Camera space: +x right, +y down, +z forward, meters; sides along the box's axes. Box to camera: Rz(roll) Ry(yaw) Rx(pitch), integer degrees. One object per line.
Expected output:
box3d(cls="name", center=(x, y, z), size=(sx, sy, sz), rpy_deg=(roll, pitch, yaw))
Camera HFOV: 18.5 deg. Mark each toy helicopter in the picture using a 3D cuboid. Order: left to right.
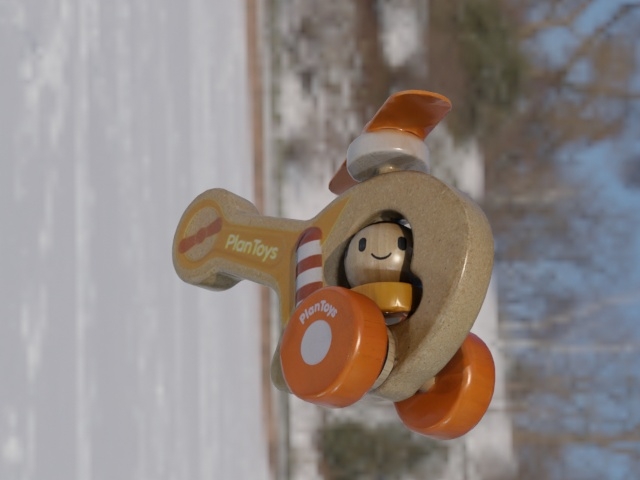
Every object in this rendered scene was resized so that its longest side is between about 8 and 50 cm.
box3d(cls="toy helicopter", center=(0.000, 0.000, 1.485), size=(0.355, 0.140, 0.235), rpy_deg=(12, -95, 52))
